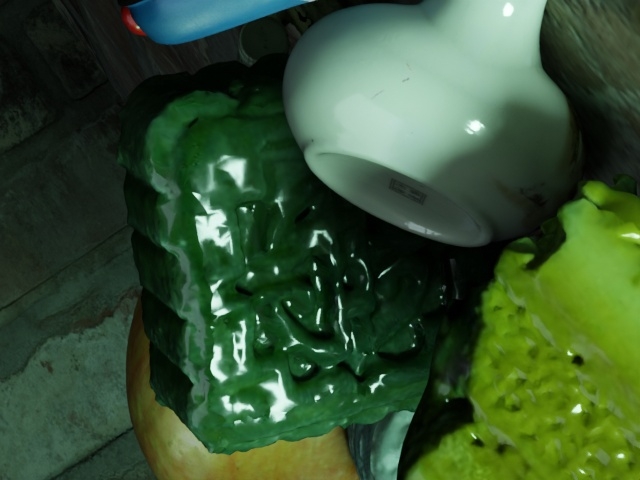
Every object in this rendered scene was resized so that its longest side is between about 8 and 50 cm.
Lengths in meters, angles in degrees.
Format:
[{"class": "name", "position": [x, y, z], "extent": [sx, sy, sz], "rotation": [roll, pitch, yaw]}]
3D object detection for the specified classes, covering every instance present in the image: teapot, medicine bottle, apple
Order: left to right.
[{"class": "medicine bottle", "position": [-0.053, -0.173, 1.116], "extent": [0.047, 0.047, 0.083], "rotation": [56, 171, 3]}, {"class": "apple", "position": [-0.036, 0.137, 1.390], "extent": [0.391, 0.391, 0.346], "rotation": [54, 163, 14]}, {"class": "teapot", "position": [0.075, -0.083, 0.800], "extent": [0.204, 0.139, 0.298], "rotation": [24, 169, -5]}]

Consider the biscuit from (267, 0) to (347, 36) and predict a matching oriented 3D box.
[{"class": "biscuit", "position": [-0.023, -0.214, 1.114], "extent": [0.250, 0.046, 0.147], "rotation": [53, 172, 12]}]

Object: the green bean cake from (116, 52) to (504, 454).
[{"class": "green bean cake", "position": [0.000, 0.000, 1.016], "extent": [0.169, 0.300, 0.308], "rotation": [-153, 54, -64]}]

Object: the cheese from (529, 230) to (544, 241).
[{"class": "cheese", "position": [0.183, 0.033, 0.908], "extent": [0.092, 0.047, 0.171], "rotation": [54, 171, 18]}]

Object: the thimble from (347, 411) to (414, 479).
[{"class": "thimble", "position": [0.154, 0.212, 1.170], "extent": [0.250, 0.205, 0.172], "rotation": [28, 177, -14]}]

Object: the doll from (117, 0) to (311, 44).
[{"class": "doll", "position": [-0.095, -0.275, 0.677], "extent": [0.284, 0.240, 0.310], "rotation": [-68, -44, -66]}]

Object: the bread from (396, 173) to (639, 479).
[{"class": "bread", "position": [0.218, 0.170, 0.647], "extent": [0.376, 0.251, 0.208], "rotation": [52, -156, 20]}]
